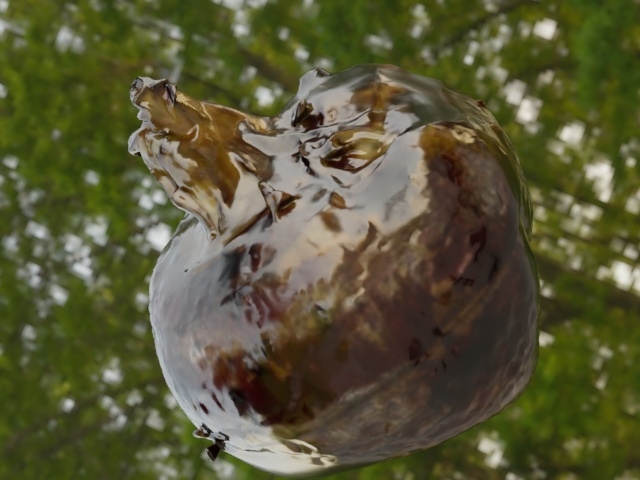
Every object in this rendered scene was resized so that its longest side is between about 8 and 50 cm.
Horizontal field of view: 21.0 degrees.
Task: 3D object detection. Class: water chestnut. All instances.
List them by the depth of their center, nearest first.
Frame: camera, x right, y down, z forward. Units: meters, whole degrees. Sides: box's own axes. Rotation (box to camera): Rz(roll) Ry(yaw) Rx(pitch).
[{"bbox_3d":[0.000,0.000,1.253,0.347,0.335,0.335,52,-128,-17],"label":"water chestnut"}]
